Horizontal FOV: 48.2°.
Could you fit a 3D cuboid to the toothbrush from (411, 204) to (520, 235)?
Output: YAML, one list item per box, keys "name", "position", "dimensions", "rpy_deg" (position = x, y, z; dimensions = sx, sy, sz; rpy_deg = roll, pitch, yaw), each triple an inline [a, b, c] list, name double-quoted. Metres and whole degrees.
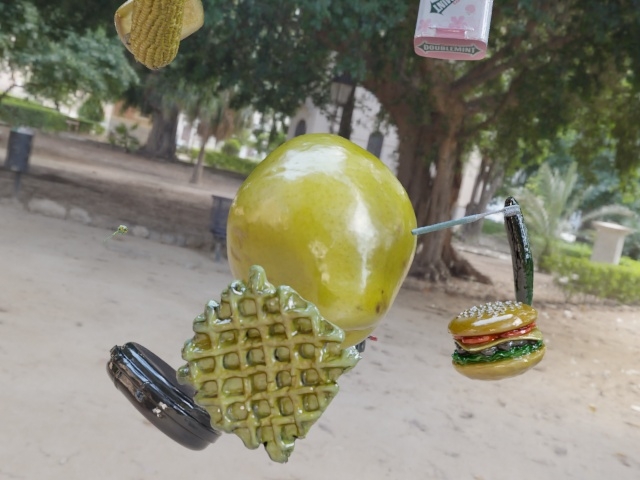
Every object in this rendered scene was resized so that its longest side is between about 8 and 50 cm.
- name: "toothbrush"
  position: [0.220, -0.029, 1.089]
  dimensions: [0.167, 0.011, 0.014]
  rpy_deg: [-13, 44, 9]

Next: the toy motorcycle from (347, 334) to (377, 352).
- name: "toy motorcycle"
  position: [0.043, 0.268, 1.788]
  dimensions: [0.150, 0.102, 0.221]
  rpy_deg: [6, 5, 32]

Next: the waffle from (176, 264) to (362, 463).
- name: "waffle"
  position: [-0.077, 0.157, 0.913]
  dimensions: [0.204, 0.223, 0.054]
  rpy_deg: [36, 15, 7]

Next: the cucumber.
- name: "cucumber"
  position: [0.480, 0.031, 1.725]
  dimensions: [0.056, 0.284, 0.056]
  rpy_deg: [-9, 6, 1]

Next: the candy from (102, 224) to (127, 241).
- name: "candy"
  position: [-0.559, -0.015, 1.945]
  dimensions: [0.083, 0.023, 0.025]
  rpy_deg: [-32, -9, 18]

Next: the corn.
- name: "corn"
  position: [-0.296, -0.431, 1.312]
  dimensions: [0.106, 0.106, 0.293]
  rpy_deg: [11, -30, -15]

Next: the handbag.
- name: "handbag"
  position: [-0.338, 0.332, 1.538]
  dimensions: [0.308, 0.093, 0.254]
  rpy_deg: [33, -11, 36]

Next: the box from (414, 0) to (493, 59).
- name: "box"
  position: [0.360, -0.660, 1.865]
  dimensions: [0.190, 0.370, 0.112]
  rpy_deg: [9, -15, 10]

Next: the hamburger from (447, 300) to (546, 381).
- name: "hamburger"
  position: [0.282, 0.161, 1.154]
  dimensions: [0.162, 0.115, 0.162]
  rpy_deg: [-14, 2, 1]

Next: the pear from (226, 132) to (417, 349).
- name: "pear"
  position: [0.000, 0.000, 1.352]
  dimensions: [0.362, 0.418, 0.362]
  rpy_deg: [-11, -30, -6]

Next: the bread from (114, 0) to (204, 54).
- name: "bread"
  position: [-0.395, -0.545, 1.747]
  dimensions: [0.217, 0.147, 0.098]
  rpy_deg: [-32, 44, -13]
